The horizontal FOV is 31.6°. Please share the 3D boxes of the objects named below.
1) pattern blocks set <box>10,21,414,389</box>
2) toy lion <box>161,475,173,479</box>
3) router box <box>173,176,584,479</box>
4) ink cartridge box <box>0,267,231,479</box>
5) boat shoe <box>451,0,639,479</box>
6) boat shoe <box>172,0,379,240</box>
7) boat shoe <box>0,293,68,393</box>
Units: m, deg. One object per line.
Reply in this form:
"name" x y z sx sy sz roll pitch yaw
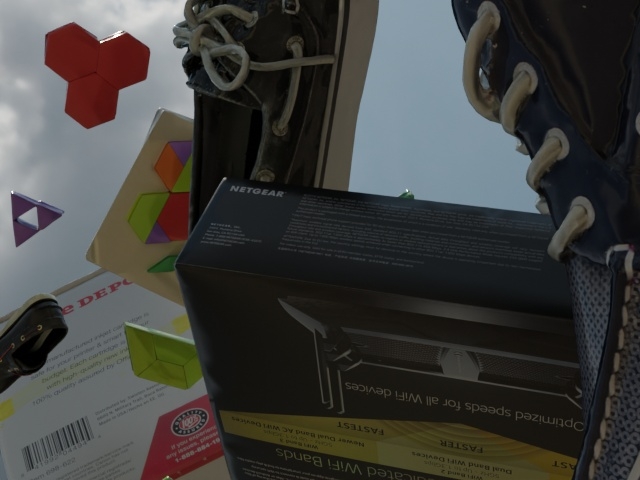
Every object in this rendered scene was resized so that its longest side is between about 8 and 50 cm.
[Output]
"pattern blocks set" -0.081 -0.015 0.906 0.325 0.026 0.285 11 -79 -18
"toy lion" -0.086 0.218 0.823 0.034 0.100 0.096 -35 -17 -9
"router box" 0.090 0.096 0.649 0.081 0.309 0.243 -65 -23 -44
"ink cartridge box" -0.242 0.215 1.396 0.279 0.384 0.160 -26 -50 -7
"boat shoe" 0.116 -0.038 0.454 0.127 0.158 0.340 20 -93 -77
"boat shoe" -0.041 -0.115 0.723 0.105 0.113 0.306 -10 -62 -38
"boat shoe" -0.284 0.107 1.063 0.049 0.042 0.133 8 -47 -51
